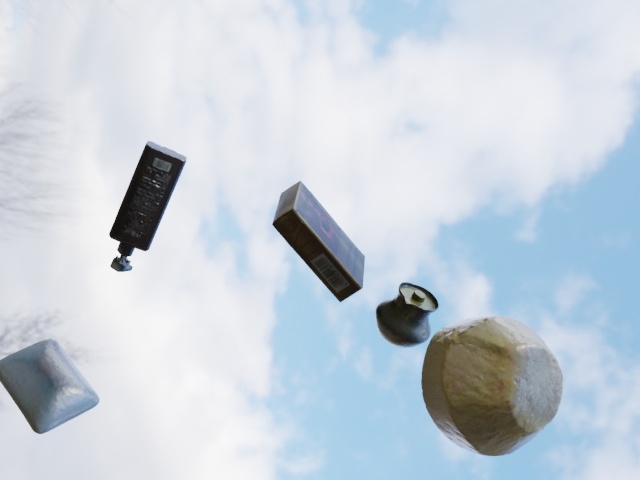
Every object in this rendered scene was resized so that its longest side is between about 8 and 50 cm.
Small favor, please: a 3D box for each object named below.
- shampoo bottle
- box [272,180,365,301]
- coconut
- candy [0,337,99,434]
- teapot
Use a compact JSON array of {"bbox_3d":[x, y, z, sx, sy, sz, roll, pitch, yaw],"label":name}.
[{"bbox_3d":[-0.408,-0.067,1.993,0.309,0.098,0.071,-64,-165,13],"label":"shampoo bottle"},{"bbox_3d":[0.000,0.000,1.905,0.071,0.240,0.159,-33,-161,22],"label":"box"},{"bbox_3d":[0.310,0.264,1.622,0.259,0.259,0.259,-15,-109,55],"label":"coconut"},{"bbox_3d":[-0.518,0.271,1.652,0.174,0.138,0.071,46,-43,21],"label":"candy"},{"bbox_3d":[0.196,0.156,1.880,0.130,0.166,0.119,41,-61,24],"label":"teapot"}]
